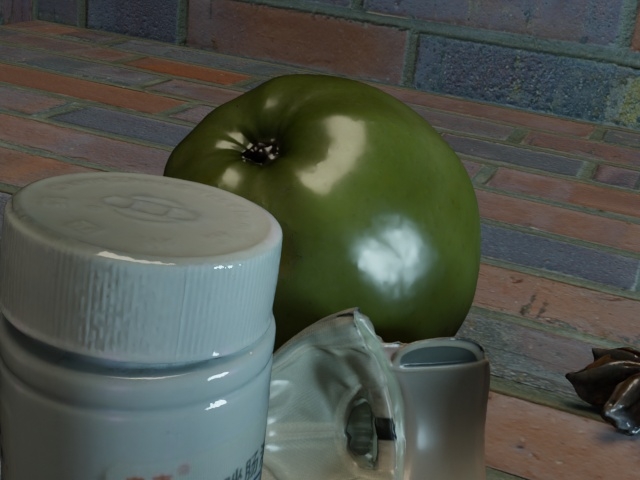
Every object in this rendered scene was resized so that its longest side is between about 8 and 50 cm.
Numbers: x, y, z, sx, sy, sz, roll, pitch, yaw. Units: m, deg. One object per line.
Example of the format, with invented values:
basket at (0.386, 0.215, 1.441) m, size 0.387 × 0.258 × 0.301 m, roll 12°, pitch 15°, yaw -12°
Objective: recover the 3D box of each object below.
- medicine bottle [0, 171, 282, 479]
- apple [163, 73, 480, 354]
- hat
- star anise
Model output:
medicine bottle at (-0.132, 0.127, 0.675) m, size 0.190 × 0.332 × 0.190 m, roll 5°, pitch 22°, yaw -2°
apple at (0.000, 0.000, 0.984) m, size 0.357 × 0.357 × 0.357 m, roll 6°, pitch 22°, yaw -2°
hat at (0.053, 0.175, 0.853) m, size 0.164 × 0.219 × 0.226 m, roll -2°, pitch -8°, yaw 37°
star anise at (0.396, 0.172, 1.045) m, size 0.209 × 0.089 × 0.231 m, roll -13°, pitch 21°, yaw -15°
